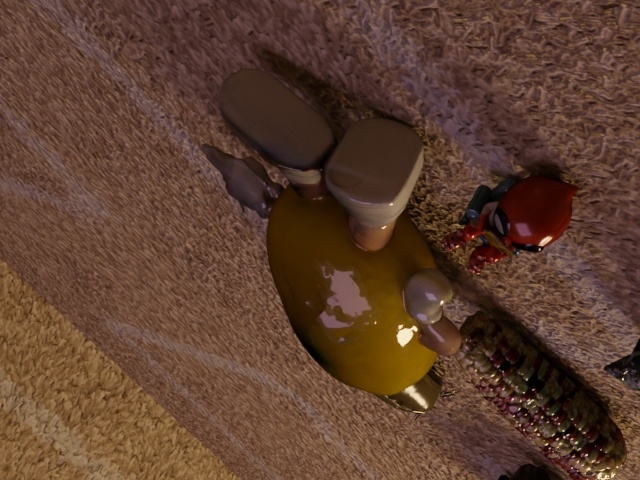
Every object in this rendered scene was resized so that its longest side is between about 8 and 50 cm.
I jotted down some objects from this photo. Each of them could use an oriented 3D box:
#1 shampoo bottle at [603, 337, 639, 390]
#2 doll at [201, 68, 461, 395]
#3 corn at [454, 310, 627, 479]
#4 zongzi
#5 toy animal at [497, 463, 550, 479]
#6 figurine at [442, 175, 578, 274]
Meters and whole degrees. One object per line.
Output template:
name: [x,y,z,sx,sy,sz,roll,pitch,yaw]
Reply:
shampoo bottle: [0.353,0.108,1.451,0.098,0.071,0.309,36,165,-11]
doll: [0.012,-0.004,1.680,0.348,0.161,0.423,49,162,2]
corn: [0.234,0.171,1.812,0.253,0.086,0.086,42,162,-18]
zongzi: [0.113,0.151,2.022,0.189,0.081,0.178,34,154,-13]
toy animal: [0.294,0.387,2.237,0.168,0.106,0.343,31,159,19]
figurine: [0.174,-0.019,1.451,0.068,0.075,0.140,42,151,-15]
